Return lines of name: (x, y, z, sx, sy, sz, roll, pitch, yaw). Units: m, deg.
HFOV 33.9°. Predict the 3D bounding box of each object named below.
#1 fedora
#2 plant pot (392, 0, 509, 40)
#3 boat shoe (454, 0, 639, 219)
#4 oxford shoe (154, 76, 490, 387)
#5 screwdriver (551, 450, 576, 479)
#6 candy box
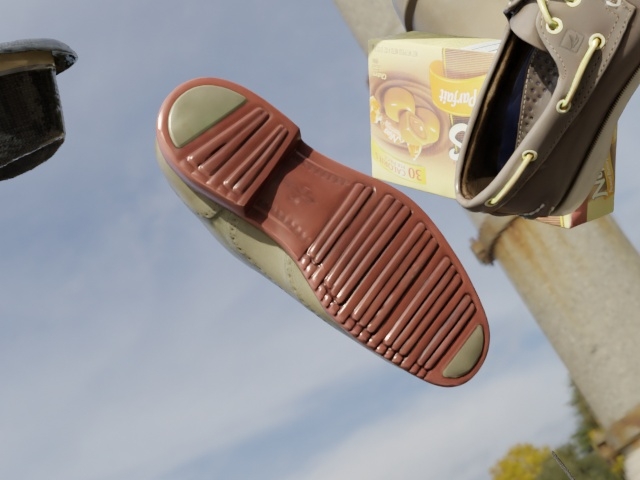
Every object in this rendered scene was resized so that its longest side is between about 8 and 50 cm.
fedora: (-0.485, -0.160, 1.484, 0.334, 0.152, 0.334, -21, 0, 0)
plant pot: (0.295, -0.304, 1.509, 0.323, 0.280, 0.323, -16, -26, -8)
boat shoe: (0.189, -0.155, 0.812, 0.097, 0.116, 0.324, -5, -50, -25)
oxford shoe: (0.000, 0.000, 0.924, 0.123, 0.348, 0.130, -47, 0, -21)
screwdriver: (0.299, 0.291, 1.194, 0.024, 0.025, 0.170, -3, -40, 45)
candy box: (0.193, -0.140, 1.234, 0.087, 0.316, 0.183, -19, -65, -37)
